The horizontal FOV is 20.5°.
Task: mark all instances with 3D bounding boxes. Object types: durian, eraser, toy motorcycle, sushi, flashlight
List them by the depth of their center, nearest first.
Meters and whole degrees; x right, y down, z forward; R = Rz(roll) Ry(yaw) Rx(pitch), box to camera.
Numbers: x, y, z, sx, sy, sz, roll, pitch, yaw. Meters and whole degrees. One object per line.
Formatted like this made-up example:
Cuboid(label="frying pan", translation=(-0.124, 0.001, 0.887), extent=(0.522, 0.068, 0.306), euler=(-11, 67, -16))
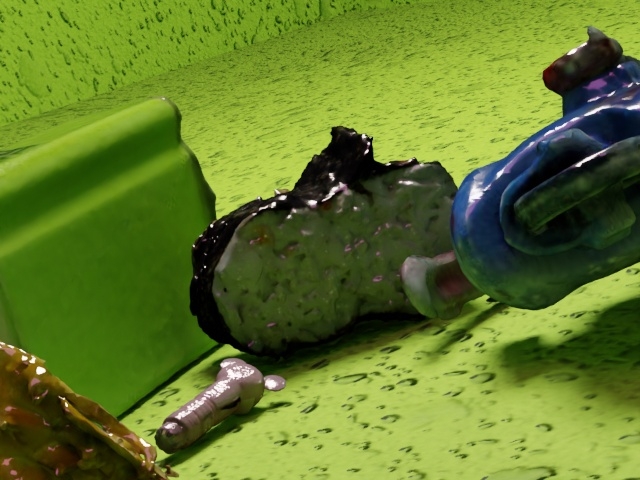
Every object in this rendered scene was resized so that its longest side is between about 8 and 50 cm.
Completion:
Cuboid(label="durian", translation=(-0.139, 0.123, 0.841), extent=(0.185, 0.196, 0.305), euler=(-26, 17, -20))
Cuboid(label="flashlight", translation=(-0.071, 0.112, 1.180), extent=(0.052, 0.031, 0.110), euler=(21, 33, 27))
Cuboid(label="toy motorcycle", translation=(0.202, -0.017, 1.221), extent=(0.182, 0.241, 0.319), euler=(42, 37, 26))
Cuboid(label="eraser", translation=(-0.177, 0.021, 1.301), extent=(0.092, 0.210, 0.274), euler=(-8, 16, 29))
Cuboid(label="sushi", translation=(0.000, 0.000, 1.331), extent=(0.212, 0.147, 0.115), euler=(-22, 15, -15))
